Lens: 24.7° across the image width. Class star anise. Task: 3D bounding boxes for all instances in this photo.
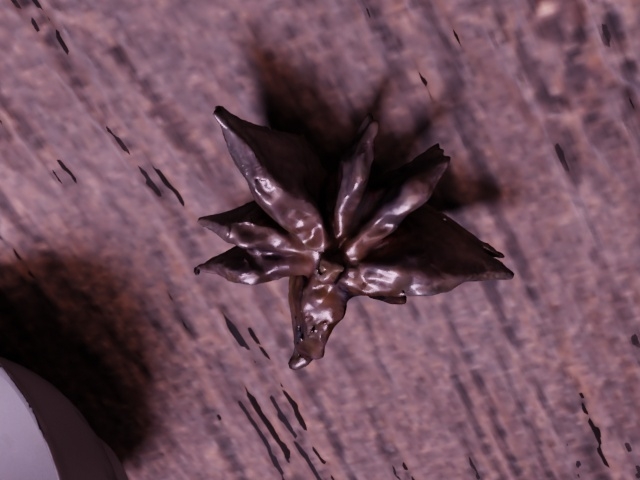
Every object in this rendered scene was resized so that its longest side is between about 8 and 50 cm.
[{"bbox_3d":[-0.003,-0.009,0.588,0.124,0.056,0.129,-25,122,24],"label":"star anise"}]

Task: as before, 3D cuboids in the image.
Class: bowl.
[{"bbox_3d":[-0.143,0.133,0.678,0.086,0.189,0.189,-1,144,-49],"label":"bowl"}]
